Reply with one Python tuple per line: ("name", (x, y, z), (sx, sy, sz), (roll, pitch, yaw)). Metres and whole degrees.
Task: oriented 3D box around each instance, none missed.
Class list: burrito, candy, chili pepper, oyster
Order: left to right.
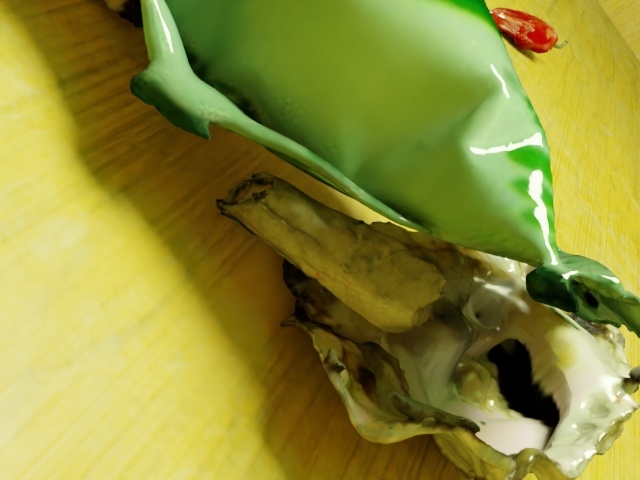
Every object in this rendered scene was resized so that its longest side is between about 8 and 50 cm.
("burrito", (0.000, 0.000, 0.434), (0.149, 0.055, 0.041), (32, 66, 20))
("candy", (0.052, -0.093, 0.466), (0.398, 0.172, 0.263), (45, 20, 3))
("oyster", (0.107, 0.082, 0.539), (0.354, 0.107, 0.201), (4, 37, -39))
("chili pepper", (0.327, -0.330, 1.259), (0.191, 0.050, 0.059), (11, 55, -35))

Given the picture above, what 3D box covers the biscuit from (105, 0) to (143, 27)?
("biscuit", (-0.147, -0.223, 0.496), (0.188, 0.052, 0.056), (60, 20, 3))
